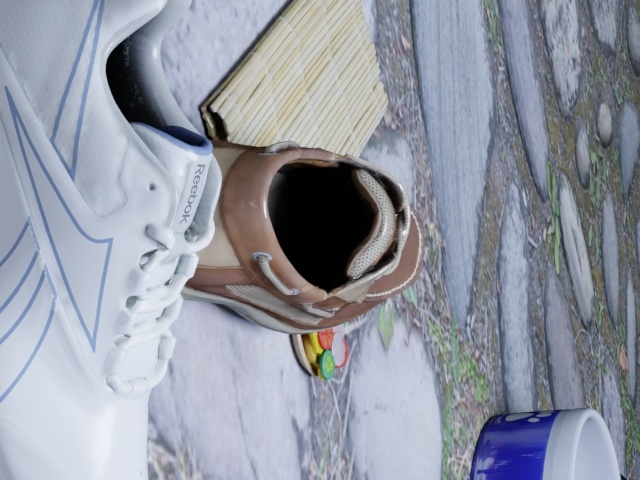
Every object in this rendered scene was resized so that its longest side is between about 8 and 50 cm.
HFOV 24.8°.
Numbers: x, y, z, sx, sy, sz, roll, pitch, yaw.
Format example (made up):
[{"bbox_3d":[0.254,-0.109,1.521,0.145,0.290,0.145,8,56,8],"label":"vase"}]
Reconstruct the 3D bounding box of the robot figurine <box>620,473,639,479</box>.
[{"bbox_3d":[0.385,0.388,1.655,0.278,0.174,0.209,-125,-139,-51],"label":"robot figurine"}]

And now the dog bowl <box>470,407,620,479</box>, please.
[{"bbox_3d":[0.238,0.307,1.494,0.265,0.104,0.265,-5,90,-68],"label":"dog bowl"}]

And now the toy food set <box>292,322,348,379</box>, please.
[{"bbox_3d":[0.001,0.063,1.085,0.083,0.020,0.082,-50,131,-60],"label":"toy food set"}]

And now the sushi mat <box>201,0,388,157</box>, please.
[{"bbox_3d":[-0.009,-0.098,1.101,0.316,0.019,0.151,-60,140,-55],"label":"sushi mat"}]

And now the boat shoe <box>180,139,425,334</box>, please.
[{"bbox_3d":[0.000,0.000,0.931,0.324,0.116,0.123,4,85,-61],"label":"boat shoe"}]

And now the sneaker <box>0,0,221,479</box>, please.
[{"bbox_3d":[-0.111,0.007,0.686,0.111,0.129,0.297,-20,105,-69],"label":"sneaker"}]
